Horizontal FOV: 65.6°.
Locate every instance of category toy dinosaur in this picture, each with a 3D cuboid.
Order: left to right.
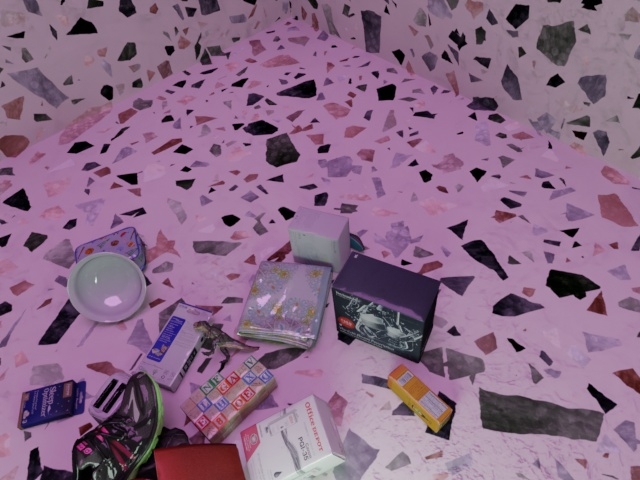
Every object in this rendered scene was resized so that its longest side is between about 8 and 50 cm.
[{"bbox_3d":[-0.374,0.396,1.876,0.268,0.064,0.118,26,65,-1],"label":"toy dinosaur"}]

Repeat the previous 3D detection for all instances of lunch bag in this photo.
[{"bbox_3d":[-0.926,0.069,2.212,0.303,0.115,0.243,-21,48,-10],"label":"lunch bag"}]

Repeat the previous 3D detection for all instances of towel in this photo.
[{"bbox_3d":[-0.136,0.244,1.990,0.320,0.090,0.375,7,51,11],"label":"towel"}]

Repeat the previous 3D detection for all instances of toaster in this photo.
[{"bbox_3d":[-0.707,0.572,1.737,0.129,0.147,0.227,17,54,21],"label":"toaster"}]

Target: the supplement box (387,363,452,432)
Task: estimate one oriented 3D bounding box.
[{"bbox_3d":[0.335,0.536,1.698,0.080,0.078,0.233,-32,54,-23],"label":"supplement box"}]

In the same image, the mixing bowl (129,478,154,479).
[{"bbox_3d":[-0.537,0.770,1.479,0.181,0.181,0.098,3,72,9],"label":"mixing bowl"}]

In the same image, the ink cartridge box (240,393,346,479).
[{"bbox_3d":[-0.089,0.647,1.570,0.282,0.117,0.207,-31,49,8],"label":"ink cartridge box"}]

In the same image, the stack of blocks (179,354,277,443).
[{"bbox_3d":[-0.319,0.548,1.752,0.171,0.087,0.297,34,61,30],"label":"stack of blocks"}]

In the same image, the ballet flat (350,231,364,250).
[{"bbox_3d":[0.121,-0.021,2.199,0.203,0.074,0.074,24,56,27],"label":"ballet flat"}]

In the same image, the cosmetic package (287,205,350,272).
[{"bbox_3d":[0.000,0.000,2.091,0.224,0.224,0.138,12,52,17],"label":"cosmetic package"}]

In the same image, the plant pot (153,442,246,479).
[{"bbox_3d":[-0.338,0.757,1.480,0.235,0.268,0.267,-13,49,-17],"label":"plant pot"}]

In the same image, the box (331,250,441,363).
[{"bbox_3d":[0.233,0.244,1.802,0.342,0.313,0.179,18,54,21],"label":"box"}]

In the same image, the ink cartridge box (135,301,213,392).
[{"bbox_3d":[-0.552,0.404,1.917,0.165,0.065,0.333,14,54,17],"label":"ink cartridge box"}]

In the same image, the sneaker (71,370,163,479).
[{"bbox_3d":[-0.652,0.645,1.552,0.185,0.202,0.484,2,63,39],"label":"sneaker"}]

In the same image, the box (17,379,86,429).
[{"bbox_3d":[-0.982,0.595,1.822,0.225,0.037,0.137,-13,50,-7],"label":"box"}]

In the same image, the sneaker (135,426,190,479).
[{"bbox_3d":[-0.534,0.711,1.648,0.227,0.087,0.130,-43,29,-4],"label":"sneaker"}]

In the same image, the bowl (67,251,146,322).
[{"bbox_3d":[-0.867,0.176,2.046,0.297,0.298,0.134,-18,15,-9],"label":"bowl"}]
